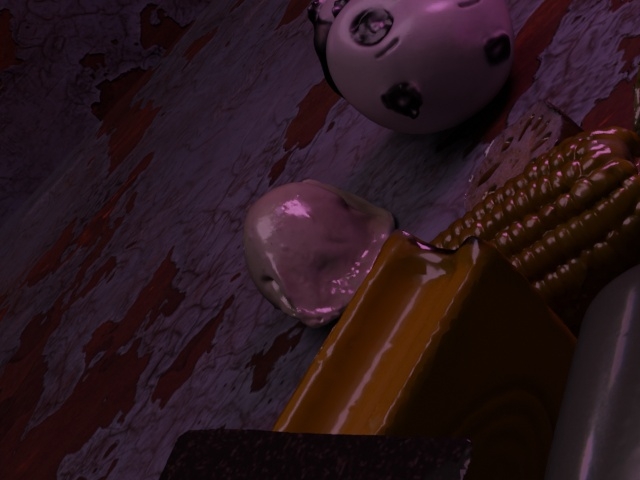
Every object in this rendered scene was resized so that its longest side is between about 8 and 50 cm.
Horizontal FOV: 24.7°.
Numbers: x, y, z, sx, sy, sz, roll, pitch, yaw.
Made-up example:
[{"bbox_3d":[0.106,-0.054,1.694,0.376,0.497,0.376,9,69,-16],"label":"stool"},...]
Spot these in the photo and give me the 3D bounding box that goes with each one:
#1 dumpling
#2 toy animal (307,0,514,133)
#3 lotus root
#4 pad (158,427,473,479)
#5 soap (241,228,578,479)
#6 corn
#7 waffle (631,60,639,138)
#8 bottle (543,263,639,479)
[{"bbox_3d":[0.001,0.003,1.431,0.155,0.181,0.111,-23,-22,-8],"label":"dumpling"},{"bbox_3d":[0.096,-0.199,1.476,0.187,0.165,0.235,-32,17,-1],"label":"toy animal"},{"bbox_3d":[0.172,-0.041,1.148,0.112,0.081,0.122,-48,20,10],"label":"lotus root"},{"bbox_3d":[-0.061,0.235,0.709,0.220,0.004,0.330,-5,50,43],"label":"pad"},{"bbox_3d":[0.051,0.175,0.842,0.096,0.204,0.324,4,56,51],"label":"soap"},{"bbox_3d":[0.112,0.055,1.038,0.344,0.131,0.131,-42,21,25],"label":"corn"},{"bbox_3d":[0.312,-0.157,1.091,0.207,0.054,0.214,-30,33,37],"label":"waffle"},{"bbox_3d":[0.165,0.179,0.640,0.168,0.168,0.347,-27,34,48],"label":"bottle"}]
